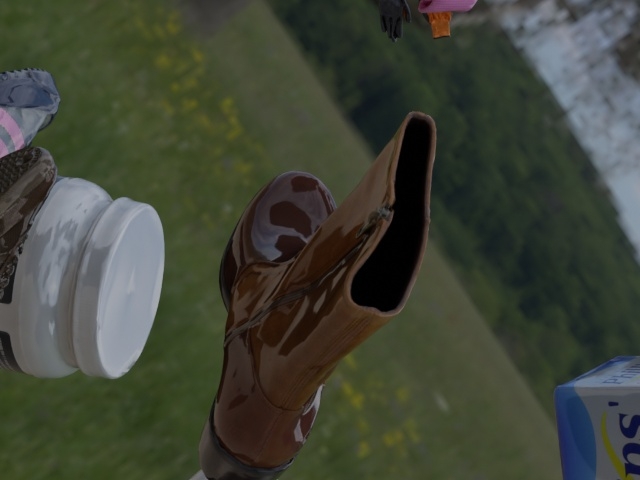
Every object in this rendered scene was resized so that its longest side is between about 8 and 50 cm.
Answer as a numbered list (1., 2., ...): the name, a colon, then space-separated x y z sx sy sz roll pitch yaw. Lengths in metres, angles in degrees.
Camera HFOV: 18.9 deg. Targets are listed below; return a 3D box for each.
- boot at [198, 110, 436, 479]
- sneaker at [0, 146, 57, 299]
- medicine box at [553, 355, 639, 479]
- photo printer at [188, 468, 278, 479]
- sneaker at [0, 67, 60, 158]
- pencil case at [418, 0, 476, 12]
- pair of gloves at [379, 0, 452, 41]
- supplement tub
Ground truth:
1. boot: 0.000 0.000 1.259 0.096 0.264 0.280 24 -38 -5
2. sneaker: -0.242 0.016 1.328 0.071 0.188 0.066 46 4 -30
3. medicine box: 0.394 0.251 1.852 0.149 0.289 0.263 -16 100 -54
4. photo printer: -0.149 0.346 1.550 0.107 0.307 0.256 39 23 -20
5. sneaker: -0.287 -0.046 1.479 0.131 0.112 0.319 63 30 -3
6. pencil case: 0.100 -0.357 1.351 0.160 0.386 0.167 15 12 -1
7. pair of gloves: 0.108 -0.264 2.191 0.010 0.083 0.074 -41 128 -79
8. supplement tub: -0.303 0.024 1.820 0.191 0.272 0.191 11 90 -76
